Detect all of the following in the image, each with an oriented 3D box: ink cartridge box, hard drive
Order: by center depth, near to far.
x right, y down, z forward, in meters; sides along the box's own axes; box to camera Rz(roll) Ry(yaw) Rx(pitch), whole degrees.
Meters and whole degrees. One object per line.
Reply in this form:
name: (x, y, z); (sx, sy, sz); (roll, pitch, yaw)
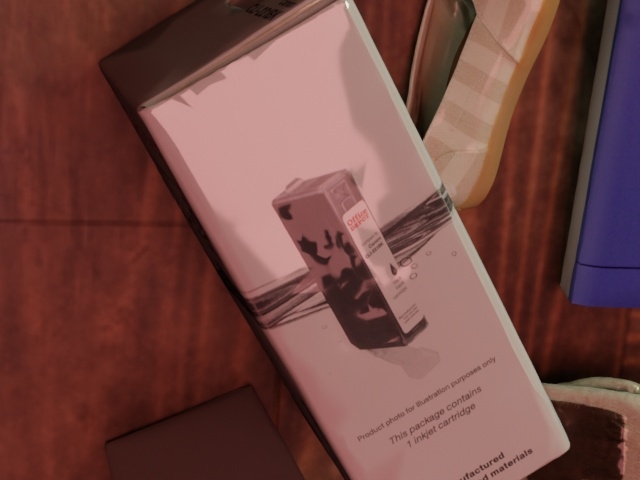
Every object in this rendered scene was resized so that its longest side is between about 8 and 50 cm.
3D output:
ink cartridge box: (0.000, 0.000, 0.655); (0.114, 0.197, 0.272); (-30, 110, -6)
hard drive: (0.278, -0.106, 0.746); (0.210, 0.040, 0.318); (1, 114, -6)

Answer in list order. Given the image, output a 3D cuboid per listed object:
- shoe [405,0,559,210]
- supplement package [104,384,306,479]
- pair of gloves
shoe: (0.093, -0.124, 0.712); (0.058, 0.076, 0.219); (8, 104, -23)
supplement package: (-0.053, 0.177, 0.696); (0.105, 0.179, 0.105); (-23, 110, -9)
pair of gloves: (0.187, 0.212, 0.793); (0.204, 0.042, 0.240); (13, 100, 20)
